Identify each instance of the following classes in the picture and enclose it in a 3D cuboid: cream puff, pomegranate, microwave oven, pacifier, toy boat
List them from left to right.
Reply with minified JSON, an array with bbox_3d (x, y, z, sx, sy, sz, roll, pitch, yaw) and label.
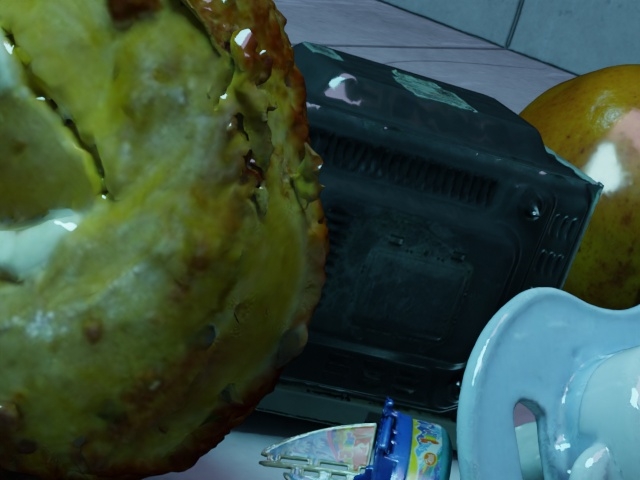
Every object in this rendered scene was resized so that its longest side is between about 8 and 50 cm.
[{"bbox_3d":[-0.157,-0.031,0.922,0.350,0.350,0.228,18,0,4],"label":"cream puff"},{"bbox_3d":[0.000,0.000,1.147,0.295,0.237,0.181,14,16,-24],"label":"microwave oven"},{"bbox_3d":[0.020,0.130,0.990,0.110,0.091,0.175,10,11,4],"label":"toy boat"},{"bbox_3d":[0.158,0.143,0.999,0.279,0.227,0.207,0,-10,-39],"label":"pacifier"},{"bbox_3d":[0.255,-0.017,1.418,0.264,0.264,0.264,15,15,-4],"label":"pomegranate"}]
